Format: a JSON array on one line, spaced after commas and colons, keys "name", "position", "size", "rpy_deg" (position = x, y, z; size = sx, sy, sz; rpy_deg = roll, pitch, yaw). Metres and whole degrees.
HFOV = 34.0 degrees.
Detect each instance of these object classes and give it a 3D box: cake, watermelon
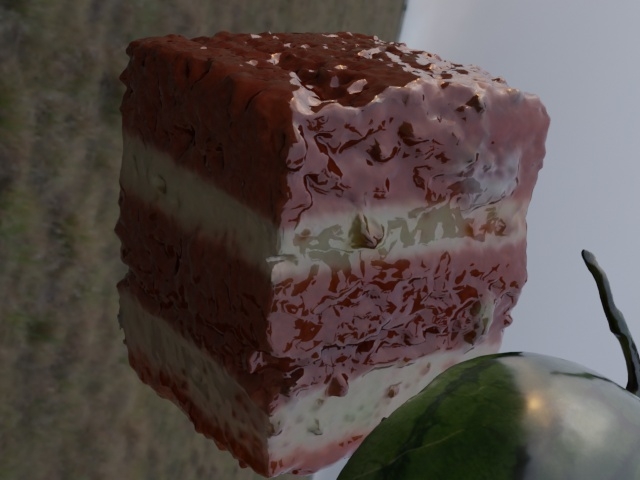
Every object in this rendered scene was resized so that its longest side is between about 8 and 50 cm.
[{"name": "cake", "position": [0.000, 0.000, 0.879], "size": [0.270, 0.269, 0.320], "rpy_deg": [29, -59, 50]}, {"name": "watermelon", "position": [0.098, 0.147, 0.404], "size": [0.232, 0.127, 0.204], "rpy_deg": [-34, 112, -30]}]
